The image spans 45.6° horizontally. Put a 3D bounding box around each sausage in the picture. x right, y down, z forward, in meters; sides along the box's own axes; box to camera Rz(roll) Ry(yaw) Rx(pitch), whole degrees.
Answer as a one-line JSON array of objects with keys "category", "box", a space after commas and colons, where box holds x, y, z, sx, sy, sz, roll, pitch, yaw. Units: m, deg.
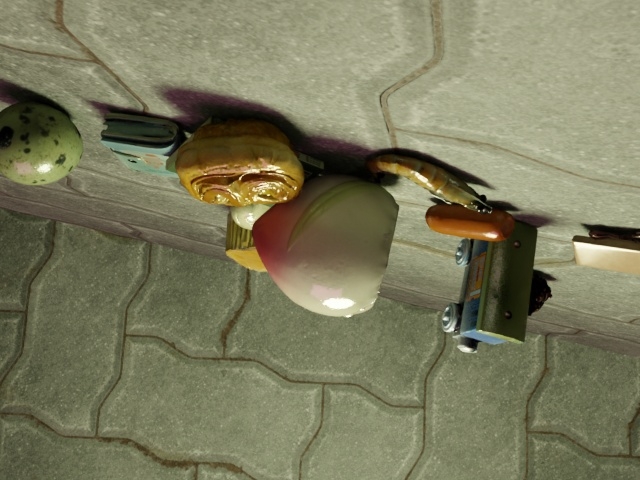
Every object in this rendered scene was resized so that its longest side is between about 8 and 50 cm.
[{"category": "sausage", "box": [0.312, -0.041, 1.616, 0.197, 0.076, 0.076, 8, 169, 38]}]

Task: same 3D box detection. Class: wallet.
[{"category": "wallet", "box": [-0.359, -0.200, 1.643, 0.176, 0.075, 0.250, 7, 170, 5]}]

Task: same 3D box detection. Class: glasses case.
[{"category": "glasses case", "box": [0.613, 0.007, 1.545, 0.193, 0.070, 0.102, 9, 142, 35]}]

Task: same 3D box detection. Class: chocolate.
[{"category": "chocolate", "box": [0.608, 0.143, 2.214, 0.133, 0.156, 0.156, -13, -173, -33]}]

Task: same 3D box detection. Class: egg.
[{"category": "egg", "box": [-0.605, -0.207, 1.635, 0.177, 0.177, 0.228, 11, -174, 17]}]

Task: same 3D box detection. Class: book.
[{"category": "book", "box": [-0.155, -0.153, 1.559, 0.264, 0.027, 0.202, 19, 149, -31]}]

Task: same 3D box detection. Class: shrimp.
[{"category": "shrimp", "box": [0.201, -0.110, 1.477, 0.262, 0.051, 0.198, 22, 175, -27]}]

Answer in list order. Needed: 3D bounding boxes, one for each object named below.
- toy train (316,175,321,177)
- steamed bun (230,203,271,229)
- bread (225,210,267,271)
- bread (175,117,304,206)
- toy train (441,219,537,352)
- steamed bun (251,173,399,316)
[{"category": "toy train", "box": [-0.099, -0.146, 1.663, 0.251, 0.048, 0.055, 7, 149, 9]}, {"category": "steamed bun", "box": [-0.180, -0.085, 1.928, 0.090, 0.113, 0.130, 9, 176, 19]}, {"category": "bread", "box": [-0.161, -0.008, 2.252, 0.204, 0.156, 0.288, 0, 163, 24]}, {"category": "bread", "box": [-0.149, -0.139, 1.417, 0.236, 0.120, 0.198, -3, 156, 12]}, {"category": "toy train", "box": [0.373, 0.098, 1.700, 0.131, 0.300, 0.202, 16, 162, -13]}, {"category": "steamed bun", "box": [0.000, 0.000, 1.560, 0.309, 0.309, 0.309, 13, 171, 2]}]
